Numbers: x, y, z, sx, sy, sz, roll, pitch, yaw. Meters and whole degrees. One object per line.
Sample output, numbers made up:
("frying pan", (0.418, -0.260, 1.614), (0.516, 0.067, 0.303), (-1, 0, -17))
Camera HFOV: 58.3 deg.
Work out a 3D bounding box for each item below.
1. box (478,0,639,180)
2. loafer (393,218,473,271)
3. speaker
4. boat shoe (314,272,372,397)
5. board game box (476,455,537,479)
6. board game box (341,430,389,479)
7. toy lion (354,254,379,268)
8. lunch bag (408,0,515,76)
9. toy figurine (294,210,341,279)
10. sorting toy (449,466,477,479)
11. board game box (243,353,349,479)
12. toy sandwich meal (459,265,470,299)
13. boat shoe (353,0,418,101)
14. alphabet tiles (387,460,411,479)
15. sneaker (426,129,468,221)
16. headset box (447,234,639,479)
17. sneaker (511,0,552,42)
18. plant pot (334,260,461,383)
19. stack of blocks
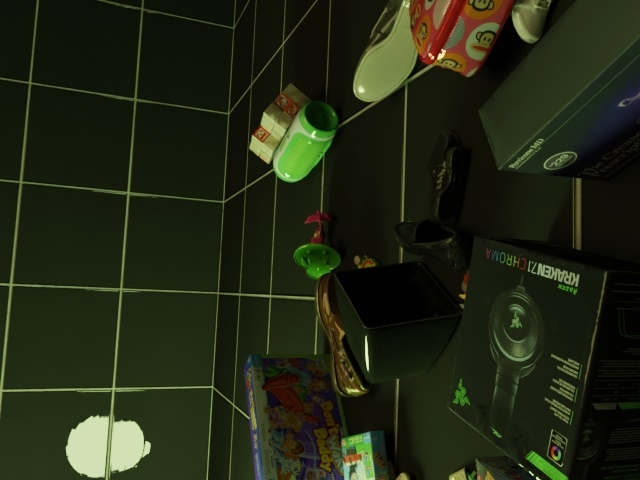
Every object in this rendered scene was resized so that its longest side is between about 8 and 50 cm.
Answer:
("box", (0.336, -0.182, 0.644), (0.261, 0.184, 0.103), (126, 143, -55))
("loafer", (0.204, -0.009, 1.077), (0.078, 0.076, 0.223), (59, 168, -24))
("speaker", (-0.050, -0.294, 1.745), (0.296, 0.131, 0.131), (133, 137, -58))
("boat shoe", (0.071, 0.216, 1.375), (0.104, 0.111, 0.307), (-35, 65, 56))
("board game box", (0.288, 0.411, 0.818), (0.194, 0.060, 0.194), (-137, 54, -65))
("board game box", (0.100, 0.533, 1.248), (0.160, 0.039, 0.211), (133, 136, -57))
("toy lion", (0.112, 0.086, 1.388), (0.096, 0.034, 0.100), (47, 129, 53))
("lunch bag", (0.249, -0.452, 0.970), (0.293, 0.120, 0.258), (-89, 16, -45))
("toy figurine", (0.000, 0.000, 1.627), (0.173, 0.130, 0.159), (82, -169, -53))
("sorting toy", (0.249, 0.423, 0.982), (0.083, 0.012, 0.062), (117, 155, -51))
("board game box", (-0.058, 0.460, 1.465), (0.078, 0.233, 0.347), (115, 151, -43))
("toy sandwich meal", (0.265, 0.074, 0.987), (0.085, 0.029, 0.085), (-175, 90, -69))
("boat shoe", (0.175, -0.454, 1.247), (0.095, 0.112, 0.335), (-82, 18, -46))
("alphabet tiles", (0.152, 0.615, 1.183), (0.284, 0.021, 0.278), (-106, 29, -43))
("sneaker", (0.234, -0.123, 1.088), (0.089, 0.051, 0.170), (-151, 72, -67))
("headset box", (0.298, 0.153, 0.745), (0.246, 0.131, 0.283), (-152, 68, -68))
("sneaker", (0.334, -0.381, 0.874), (0.061, 0.054, 0.152), (-168, 83, -66))
("plant pot", (0.136, 0.166, 1.117), (0.188, 0.188, 0.167), (-120, 28, -55))
("stack of blocks", (-0.136, -0.370, 1.860), (0.171, 0.087, 0.297), (-52, 5, -12))
